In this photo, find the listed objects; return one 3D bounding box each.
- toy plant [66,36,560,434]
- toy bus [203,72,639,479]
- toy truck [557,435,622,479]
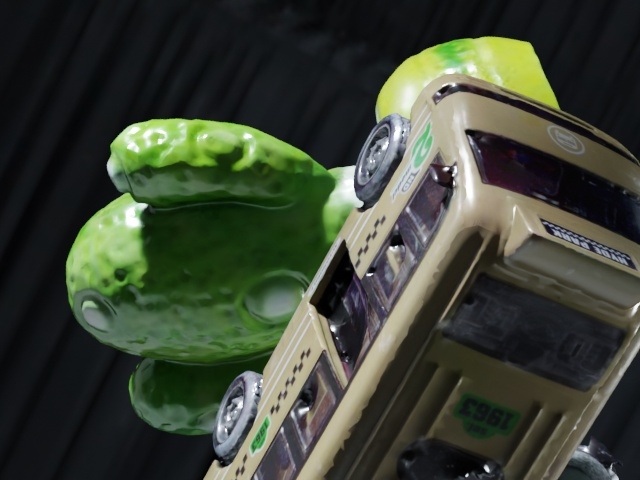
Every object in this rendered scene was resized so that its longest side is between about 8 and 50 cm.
[{"bbox_3d":[0.000,0.000,1.164,0.184,0.316,0.224,-103,172,-53],"label":"toy plant"},{"bbox_3d":[0.053,0.074,0.955,0.139,0.289,0.157,23,21,-20],"label":"toy bus"},{"bbox_3d":[0.193,0.282,1.243,0.363,0.178,0.176,35,34,12],"label":"toy truck"}]
